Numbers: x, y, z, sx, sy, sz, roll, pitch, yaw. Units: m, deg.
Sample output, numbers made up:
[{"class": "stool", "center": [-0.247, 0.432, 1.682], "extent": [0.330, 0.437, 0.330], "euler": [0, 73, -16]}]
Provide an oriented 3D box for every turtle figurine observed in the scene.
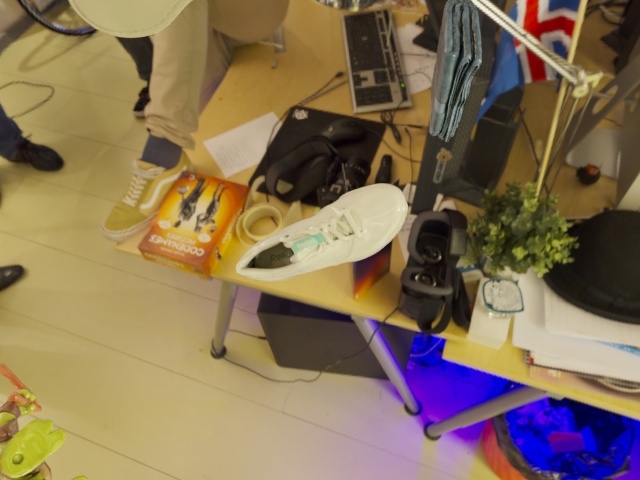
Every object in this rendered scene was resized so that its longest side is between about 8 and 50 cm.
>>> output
[{"class": "turtle figurine", "center": [-0.333, 0.258, 0.552], "extent": [0.087, 0.217, 0.270], "euler": [-12, 76, -41]}]

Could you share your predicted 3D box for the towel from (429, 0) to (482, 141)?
[{"class": "towel", "center": [0.114, -0.143, 0.424], "extent": [0.029, 0.119, 0.067], "euler": [2, 72, 8]}]

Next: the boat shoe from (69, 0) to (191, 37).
[{"class": "boat shoe", "center": [-0.206, -0.356, 0.622], "extent": [0.324, 0.116, 0.097], "euler": [-5, 60, 40]}]

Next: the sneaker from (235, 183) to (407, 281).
[{"class": "sneaker", "center": [0.000, 0.000, 0.568], "extent": [0.212, 0.094, 0.080], "euler": [-26, 85, 15]}]
